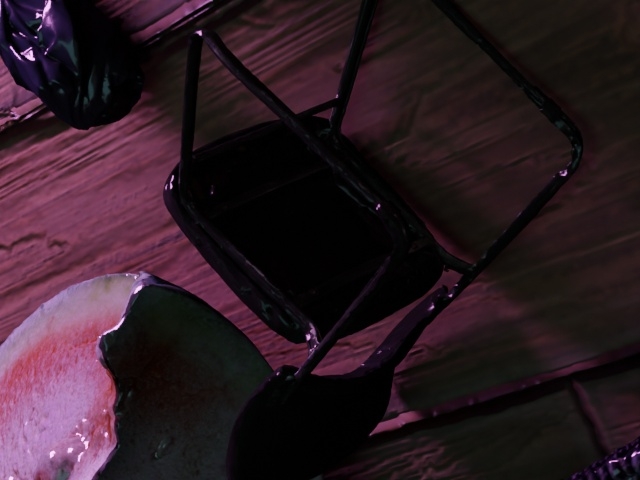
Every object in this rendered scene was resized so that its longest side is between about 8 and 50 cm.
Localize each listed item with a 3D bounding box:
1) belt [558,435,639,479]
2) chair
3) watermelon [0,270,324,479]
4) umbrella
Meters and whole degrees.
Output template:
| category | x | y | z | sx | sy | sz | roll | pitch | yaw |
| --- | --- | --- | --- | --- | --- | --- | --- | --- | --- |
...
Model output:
| category | x | y | z | sx | sy | sz | roll | pitch | yaw |
| --- | --- | --- | --- | --- | --- | --- | --- | --- | --- |
| belt | 0.215 | 0.197 | 0.810 | 0.325 | 0.122 | 0.260 | -25 | 84 | 42 |
| chair | 0.000 | 0.000 | 0.901 | 0.145 | 0.140 | 0.221 | 47 | 137 | 21 |
| watermelon | -0.144 | 0.149 | 1.036 | 0.289 | 0.213 | 0.320 | 18 | 132 | 37 |
| umbrella | -0.192 | -0.162 | 1.043 | 0.248 | 0.071 | 0.071 | 48 | 133 | 17 |
